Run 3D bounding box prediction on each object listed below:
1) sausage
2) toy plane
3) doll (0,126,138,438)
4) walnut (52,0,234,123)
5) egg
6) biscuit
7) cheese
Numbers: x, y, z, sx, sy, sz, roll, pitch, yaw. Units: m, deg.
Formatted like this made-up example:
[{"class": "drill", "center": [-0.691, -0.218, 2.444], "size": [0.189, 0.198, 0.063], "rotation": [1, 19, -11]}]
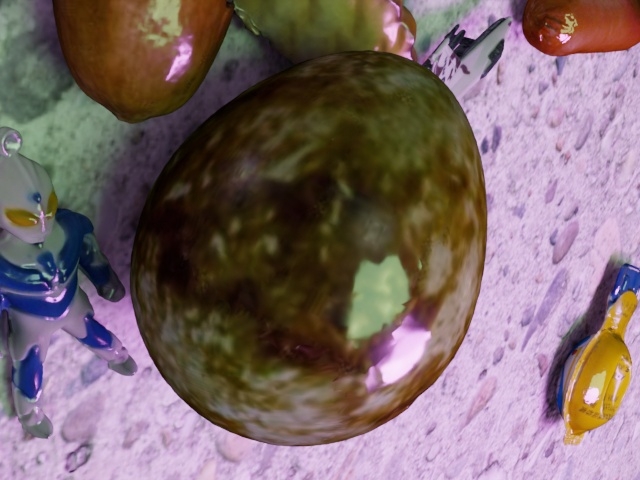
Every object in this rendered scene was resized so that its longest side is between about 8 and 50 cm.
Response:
[{"class": "sausage", "center": [0.276, -0.231, 0.962], "size": [0.197, 0.076, 0.076], "rotation": [-15, 121, -42]}, {"class": "toy plane", "center": [0.105, -0.134, 0.822], "size": [0.160, 0.082, 0.234], "rotation": [92, 18, -53]}, {"class": "doll", "center": [-0.184, 0.030, 0.608], "size": [0.114, 0.057, 0.227], "rotation": [-31, 133, -28]}, {"class": "walnut", "center": [-0.103, -0.173, 0.553], "size": [0.115, 0.115, 0.207], "rotation": [-10, 110, -45]}, {"class": "egg", "center": [0.000, 0.000, 0.649], "size": [0.238, 0.238, 0.290], "rotation": [35, 83, -51]}, {"class": "biscuit", "center": [0.014, -0.156, 0.715], "size": [0.118, 0.061, 0.183], "rotation": [-18, 137, 10]}, {"class": "cheese", "center": [0.403, 0.165, 1.324], "size": [0.177, 0.069, 0.271], "rotation": [16, 95, -52]}]
